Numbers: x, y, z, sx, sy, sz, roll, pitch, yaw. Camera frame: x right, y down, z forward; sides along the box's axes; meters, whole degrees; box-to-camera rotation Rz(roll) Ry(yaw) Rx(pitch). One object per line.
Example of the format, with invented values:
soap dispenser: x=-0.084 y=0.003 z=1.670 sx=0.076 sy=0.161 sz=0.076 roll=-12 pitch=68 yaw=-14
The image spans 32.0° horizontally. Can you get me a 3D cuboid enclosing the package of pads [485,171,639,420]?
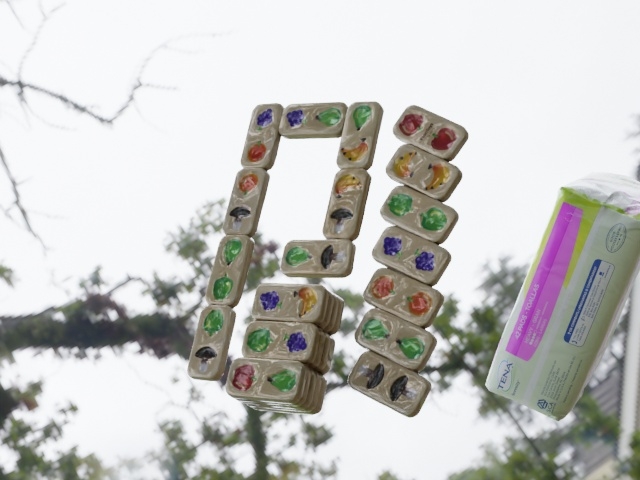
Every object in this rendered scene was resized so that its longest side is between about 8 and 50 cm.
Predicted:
package of pads: x=0.281 y=0.043 z=1.199 sx=0.296 sy=0.101 sz=0.229 roll=-16 pitch=-53 yaw=-70

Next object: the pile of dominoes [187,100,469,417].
pile of dominoes: x=0.000 y=0.000 z=0.810 sx=0.196 sy=0.251 sz=0.040 roll=1 pitch=-23 yaw=29
